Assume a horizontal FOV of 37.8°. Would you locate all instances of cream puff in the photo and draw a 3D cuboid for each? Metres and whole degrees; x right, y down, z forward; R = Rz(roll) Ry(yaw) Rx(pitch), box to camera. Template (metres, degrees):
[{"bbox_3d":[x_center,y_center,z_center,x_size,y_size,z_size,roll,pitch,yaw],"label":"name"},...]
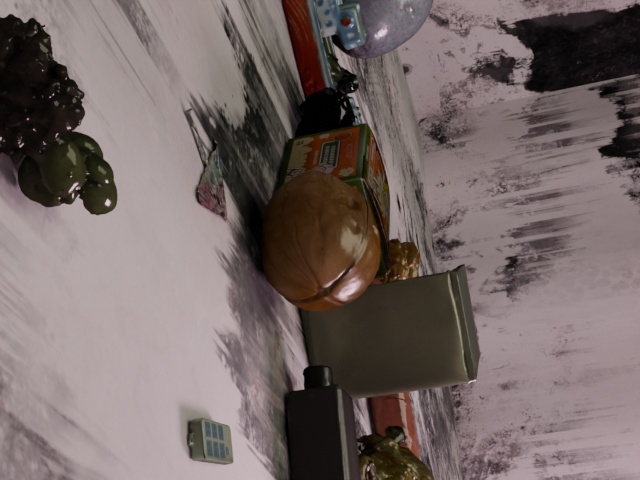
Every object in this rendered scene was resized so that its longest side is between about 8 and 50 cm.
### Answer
[{"bbox_3d":[0.145,0.069,1.978,0.165,0.115,0.150,-76,-176,-80],"label":"cream puff"}]

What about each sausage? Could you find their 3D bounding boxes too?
[{"bbox_3d":[0.130,0.273,1.829,0.088,0.088,0.432,32,47,-74],"label":"sausage"}]

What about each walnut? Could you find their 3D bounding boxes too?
[{"bbox_3d":[0.000,0.000,1.268,0.207,0.167,0.167,-89,164,-51],"label":"walnut"}]

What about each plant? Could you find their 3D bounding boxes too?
[{"bbox_3d":[-0.191,-0.077,0.643,0.087,0.085,0.174,-62,152,-32],"label":"plant"}]

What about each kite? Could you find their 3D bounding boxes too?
[{"bbox_3d":[-0.130,-0.084,1.089,0.139,0.011,0.156,-86,162,-58],"label":"kite"}]

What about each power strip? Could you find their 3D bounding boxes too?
[{"bbox_3d":[-0.107,0.199,0.924,0.090,0.016,0.040,48,33,-68],"label":"power strip"}]

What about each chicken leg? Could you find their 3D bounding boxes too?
[{"bbox_3d":[0.095,0.406,1.422,0.211,0.140,0.361,60,12,9],"label":"chicken leg"}]

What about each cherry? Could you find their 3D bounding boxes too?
[{"bbox_3d":[0.102,-0.506,1.966,0.255,0.296,0.218,47,-21,52],"label":"cherry"}]

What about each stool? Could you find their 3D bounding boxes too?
[{"bbox_3d":[0.121,0.142,1.504,0.270,0.244,0.170,-6,86,-78],"label":"stool"}]

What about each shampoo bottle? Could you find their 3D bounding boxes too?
[{"bbox_3d":[0.006,0.286,1.230,0.080,0.079,0.246,57,25,-63],"label":"shampoo bottle"}]

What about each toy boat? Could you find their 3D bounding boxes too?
[{"bbox_3d":[0.034,-0.331,1.782,0.145,0.133,0.331,-73,151,-68],"label":"toy boat"}]

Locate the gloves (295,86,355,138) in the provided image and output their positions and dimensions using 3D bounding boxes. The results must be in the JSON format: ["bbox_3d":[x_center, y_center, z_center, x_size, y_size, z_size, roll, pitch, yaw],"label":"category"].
[{"bbox_3d":[0.020,-0.193,1.659,0.181,0.106,0.129,8,70,-74],"label":"gloves"}]

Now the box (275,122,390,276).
[{"bbox_3d":[0.029,-0.058,1.481,0.195,0.148,0.177,-80,158,-58],"label":"box"}]
